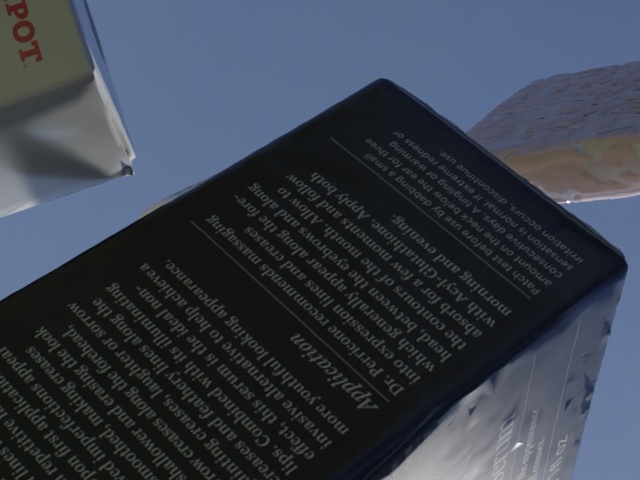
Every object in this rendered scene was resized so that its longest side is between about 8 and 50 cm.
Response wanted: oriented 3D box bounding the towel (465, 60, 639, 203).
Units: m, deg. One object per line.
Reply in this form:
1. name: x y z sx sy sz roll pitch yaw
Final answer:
1. towel: 0.282 -0.099 1.221 0.332 0.317 0.053 -8 -75 26

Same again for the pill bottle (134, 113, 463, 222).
1. pill bottle: 0.000 0.000 1.459 0.204 0.361 0.204 19 -58 34

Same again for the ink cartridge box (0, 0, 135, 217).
1. ink cartridge box: -0.304 -0.115 0.997 0.129 0.307 0.223 78 -8 -63

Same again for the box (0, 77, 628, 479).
1. box: -0.042 0.141 0.899 0.212 0.395 0.293 41 -31 30
